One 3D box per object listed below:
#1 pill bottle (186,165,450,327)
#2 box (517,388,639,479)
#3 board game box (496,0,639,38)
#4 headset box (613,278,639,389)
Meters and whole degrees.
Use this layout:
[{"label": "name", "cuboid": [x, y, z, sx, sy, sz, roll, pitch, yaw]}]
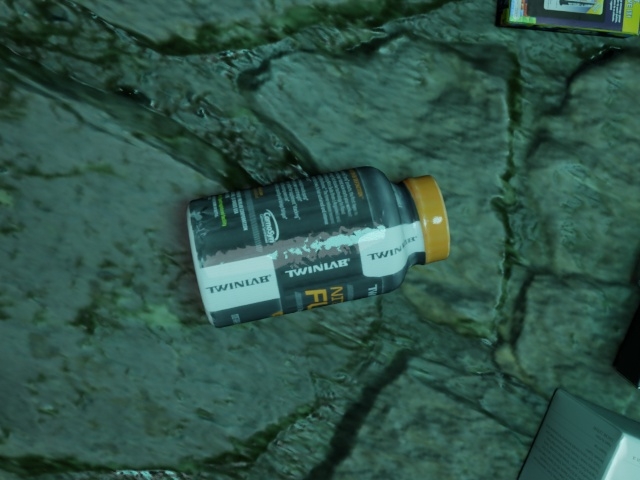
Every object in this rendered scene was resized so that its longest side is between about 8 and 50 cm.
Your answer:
[{"label": "pill bottle", "cuboid": [0.000, 0.000, 0.924, 0.246, 0.130, 0.130, -12, 97, -3]}, {"label": "box", "cuboid": [0.325, 0.255, 0.955, 0.181, 0.182, 0.119, 23, 92, -7]}, {"label": "board game box", "cuboid": [0.259, -0.298, 0.956, 0.141, 0.048, 0.170, 4, 95, -8]}, {"label": "headset box", "cuboid": [0.468, 0.079, 0.949, 0.283, 0.131, 0.246, 22, 94, 6]}]
